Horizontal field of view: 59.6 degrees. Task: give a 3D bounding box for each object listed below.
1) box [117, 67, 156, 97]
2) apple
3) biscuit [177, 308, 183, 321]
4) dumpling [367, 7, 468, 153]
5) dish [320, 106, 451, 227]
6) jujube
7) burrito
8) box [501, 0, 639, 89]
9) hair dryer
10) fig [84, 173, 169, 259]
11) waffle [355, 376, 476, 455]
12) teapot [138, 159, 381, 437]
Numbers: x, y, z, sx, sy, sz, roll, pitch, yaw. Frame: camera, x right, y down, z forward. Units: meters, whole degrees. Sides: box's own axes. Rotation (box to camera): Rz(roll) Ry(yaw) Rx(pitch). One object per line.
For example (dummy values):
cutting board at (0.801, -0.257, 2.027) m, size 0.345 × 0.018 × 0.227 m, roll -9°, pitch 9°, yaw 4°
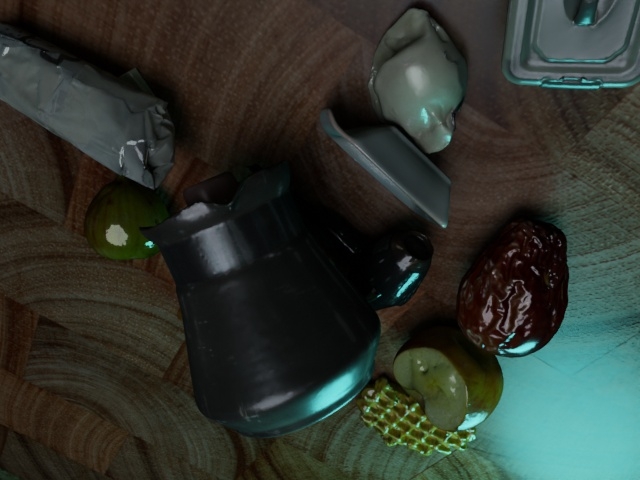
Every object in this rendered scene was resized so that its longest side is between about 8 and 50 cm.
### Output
box at (-0.346, -0.215, 0.938) m, size 0.167 × 0.024 × 0.090 m, roll -17°, pitch 119°, yaw 27°
apple at (0.235, 0.253, 1.033) m, size 0.195 × 0.160 × 0.173 m, roll 49°, pitch 117°, yaw 30°
biscuit at (-0.179, 0.163, 1.165) m, size 0.208 × 0.047 × 0.164 m, roll -29°, pitch 113°, yaw 33°
dumpling at (0.123, -0.209, 0.765) m, size 0.150 × 0.092 × 0.176 m, roll -4°, pitch 136°, yaw 39°
dish at (0.100, -0.122, 0.817) m, size 0.234 × 0.154 × 0.064 m, roll 39°, pitch 95°, yaw -16°
jujube at (0.312, 0.073, 0.890) m, size 0.168 × 0.168 × 0.236 m, roll 15°, pitch 114°, yaw 6°
burrito at (-0.419, -0.241, 0.871) m, size 0.445 × 0.101 × 0.139 m, roll 31°, pitch 122°, yaw 4°
box at (0.294, -0.290, 0.619) m, size 0.162 × 0.130 × 0.227 m, roll 5°, pitch 127°, yaw 14°
hair dryer at (0.000, 0.000, 0.980) m, size 0.359 × 0.120 × 0.304 m, roll 42°, pitch 142°, yaw -3°
fig at (-0.356, -0.056, 1.007) m, size 0.142 × 0.148 × 0.186 m, roll -11°, pitch 85°, yaw 40°
waffle at (0.212, 0.382, 1.211) m, size 0.253 × 0.056 × 0.249 m, roll -16°, pitch 121°, yaw 29°
teapot at (-0.103, 0.071, 0.879) m, size 0.306 × 0.376 × 0.361 m, roll -24°, pitch 100°, yaw -14°
